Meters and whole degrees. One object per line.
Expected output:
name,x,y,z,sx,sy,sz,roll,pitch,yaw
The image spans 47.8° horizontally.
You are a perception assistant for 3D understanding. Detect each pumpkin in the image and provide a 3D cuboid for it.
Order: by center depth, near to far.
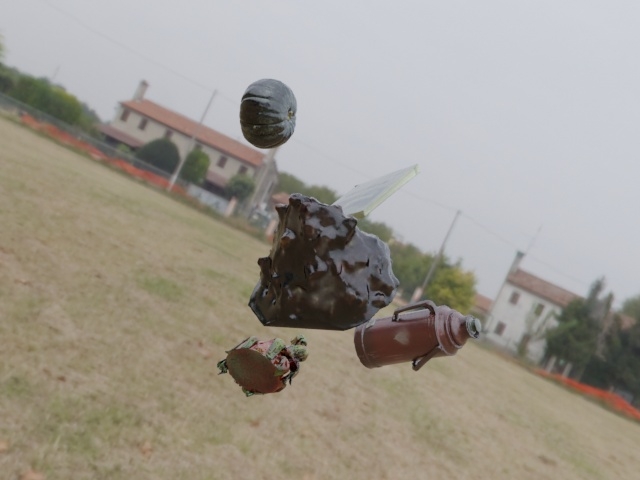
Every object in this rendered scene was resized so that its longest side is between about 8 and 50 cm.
pumpkin,-0.162,-0.389,2.223,0.161,0.221,0.220,8,-6,20

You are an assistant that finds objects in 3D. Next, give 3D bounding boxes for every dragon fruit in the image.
dragon fruit,-0.103,0.248,1.442,0.175,0.138,0.142,-21,55,-32

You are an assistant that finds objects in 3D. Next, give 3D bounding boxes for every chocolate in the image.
chocolate,0.000,0.000,1.068,0.224,0.177,0.206,2,33,17

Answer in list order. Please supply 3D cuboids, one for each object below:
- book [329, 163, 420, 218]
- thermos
book,0.097,-0.098,1.756,0.214,0.025,0.282,-16,16,39
thermos,0.177,0.166,1.295,0.232,0.099,0.124,-17,-67,36
